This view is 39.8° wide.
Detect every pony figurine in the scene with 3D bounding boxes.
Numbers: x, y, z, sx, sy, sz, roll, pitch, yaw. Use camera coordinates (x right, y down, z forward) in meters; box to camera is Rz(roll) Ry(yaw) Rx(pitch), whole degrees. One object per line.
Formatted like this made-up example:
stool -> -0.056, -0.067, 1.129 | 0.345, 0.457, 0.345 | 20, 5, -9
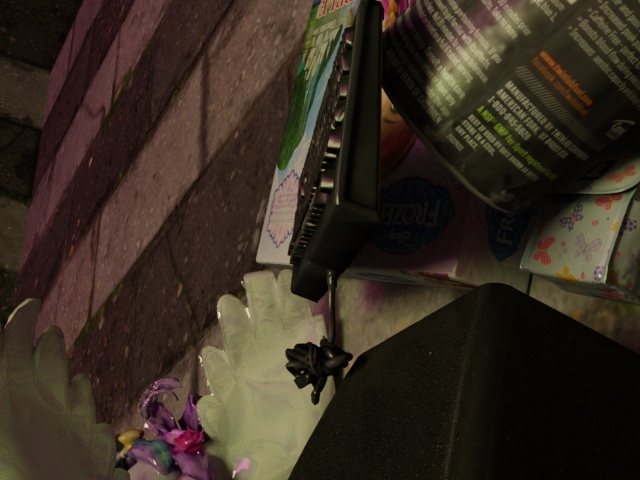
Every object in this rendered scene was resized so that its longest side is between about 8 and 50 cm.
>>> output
pony figurine -> -0.124, 0.225, 0.731 | 0.363, 0.303, 0.351 | -37, 68, 55

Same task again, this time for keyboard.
keyboard -> 0.000, 0.000, 0.554 | 0.317, 0.033, 0.201 | 114, 158, -78

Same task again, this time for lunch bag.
lunch bag -> 0.160, -0.012, 0.500 | 0.071, 0.053, 0.083 | 12, 78, 62

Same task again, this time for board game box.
board game box -> 0.069, -0.124, 0.717 | 0.318, 0.066, 0.318 | -1, 76, 63

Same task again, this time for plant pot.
plant pot -> 0.087, 0.135, 0.438 | 0.188, 0.187, 0.167 | -40, 29, 49

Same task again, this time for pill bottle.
pill bottle -> 0.154, -0.136, 0.458 | 0.245, 0.130, 0.130 | -41, 39, 22
